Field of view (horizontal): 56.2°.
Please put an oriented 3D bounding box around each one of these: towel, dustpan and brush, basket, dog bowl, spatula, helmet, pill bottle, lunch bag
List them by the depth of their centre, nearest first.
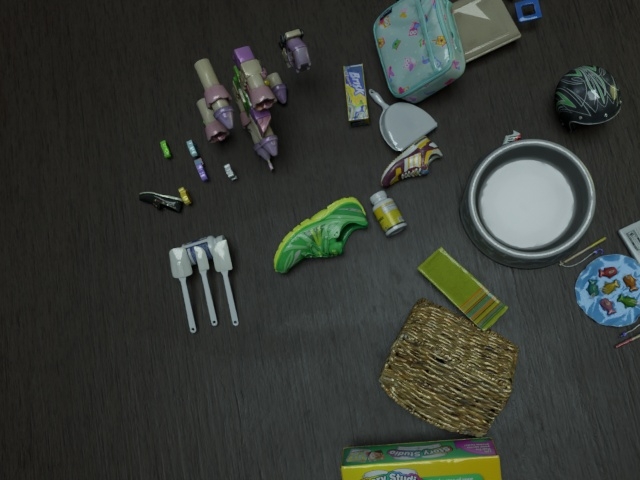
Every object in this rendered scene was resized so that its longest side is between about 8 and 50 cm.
[{"bbox_3d":[0.322,0.327,1.521,0.299,0.223,0.213,25,117,12],"label":"basket"},{"bbox_3d":[0.536,-0.101,1.547,0.349,0.102,0.348,-1,85,11],"label":"dog bowl"},{"bbox_3d":[0.694,-0.370,1.560,0.169,0.161,0.169,-2,79,8],"label":"helmet"},{"bbox_3d":[0.371,0.124,1.567,0.102,0.021,0.237,-38,73,-25],"label":"towel"},{"bbox_3d":[0.181,-0.074,1.630,0.065,0.065,0.116,-28,76,3],"label":"pill bottle"},{"bbox_3d":[0.269,-0.539,1.630,0.224,0.108,0.279,-25,72,42],"label":"lunch bag"},{"bbox_3d":[-0.317,0.129,1.655,0.168,0.019,0.242,-10,96,-1],"label":"spatula"},{"bbox_3d":[-0.323,0.025,1.684,0.120,0.067,0.067,-17,78,5],"label":"pill bottle"},{"bbox_3d":[0.207,-0.357,1.690,0.147,0.060,0.211,-36,83,-12],"label":"dustpan and brush"}]

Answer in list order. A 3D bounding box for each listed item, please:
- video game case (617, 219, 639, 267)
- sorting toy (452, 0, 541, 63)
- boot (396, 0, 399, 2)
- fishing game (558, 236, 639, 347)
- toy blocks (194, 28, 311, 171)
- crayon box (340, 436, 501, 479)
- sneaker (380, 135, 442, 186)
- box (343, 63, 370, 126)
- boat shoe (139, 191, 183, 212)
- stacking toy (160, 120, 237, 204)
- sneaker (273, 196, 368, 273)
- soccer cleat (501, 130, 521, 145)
[{"bbox_3d":[0.895,0.024,1.529,0.183,0.023,0.201,-26,76,3],"label":"video game case"},{"bbox_3d":[0.442,-0.606,1.701,0.348,0.047,0.196,-24,73,6],"label":"sorting toy"},{"bbox_3d":[0.287,-0.681,1.722,0.121,0.045,0.099,-17,58,7],"label":"boot"},{"bbox_3d":[0.747,0.126,1.516,0.189,0.041,0.264,-28,75,10],"label":"fishing game"},{"bbox_3d":[-0.155,-0.351,1.618,0.309,0.288,0.260,-23,82,-14],"label":"toy blocks"},{"bbox_3d":[0.247,0.647,1.425,0.363,0.106,0.313,-6,95,7],"label":"crayon box"},{"bbox_3d":[0.249,-0.200,1.642,0.185,0.069,0.084,-44,75,0],"label":"sneaker"},{"bbox_3d":[0.103,-0.414,1.711,0.059,0.054,0.168,-7,78,7],"label":"box"},{"bbox_3d":[-0.467,-0.111,1.740,0.133,0.049,0.042,12,73,6],"label":"boat shoe"},{"bbox_3d":[-0.359,-0.233,1.746,0.167,0.052,0.221,-26,76,3],"label":"stacking toy"},{"bbox_3d":[0.000,0.000,1.620,0.295,0.109,0.123,-37,73,0],"label":"sneaker"},{"bbox_3d":[0.511,-0.267,1.638,0.083,0.029,0.035,-40,62,1],"label":"soccer cleat"}]
